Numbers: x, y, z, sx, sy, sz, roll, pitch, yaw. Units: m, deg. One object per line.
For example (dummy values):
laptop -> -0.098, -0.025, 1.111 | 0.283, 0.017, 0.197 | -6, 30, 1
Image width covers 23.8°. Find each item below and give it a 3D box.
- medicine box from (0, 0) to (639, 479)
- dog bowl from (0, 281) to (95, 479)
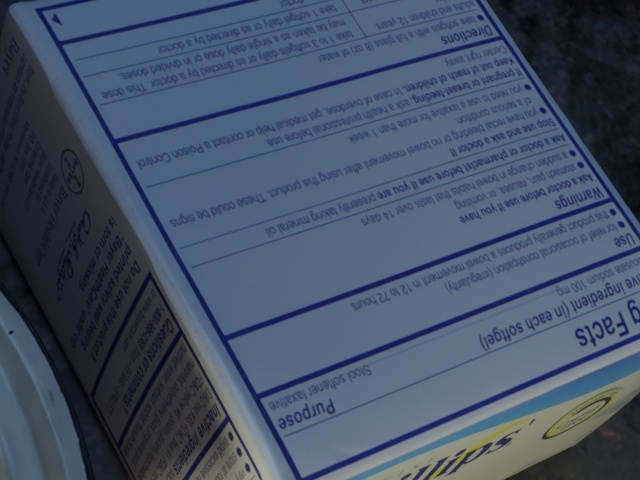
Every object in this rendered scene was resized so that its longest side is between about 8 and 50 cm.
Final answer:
medicine box -> 0.000, 0.000, 0.800 | 0.263, 0.149, 0.289 | -18, 67, -31
dog bowl -> -0.298, 0.144, 0.581 | 0.408, 0.150, 0.408 | 11, 54, -16
